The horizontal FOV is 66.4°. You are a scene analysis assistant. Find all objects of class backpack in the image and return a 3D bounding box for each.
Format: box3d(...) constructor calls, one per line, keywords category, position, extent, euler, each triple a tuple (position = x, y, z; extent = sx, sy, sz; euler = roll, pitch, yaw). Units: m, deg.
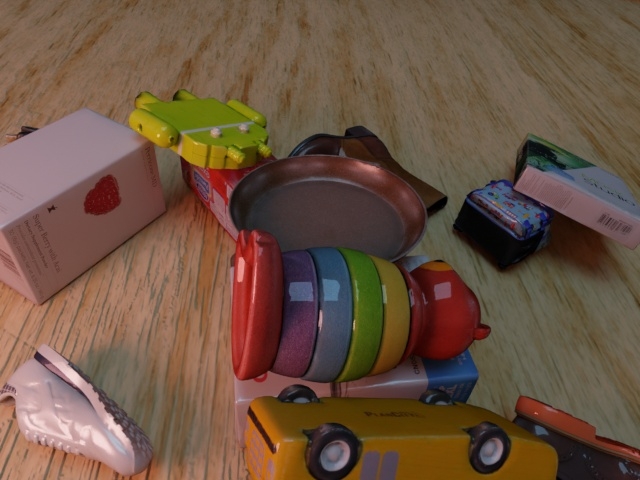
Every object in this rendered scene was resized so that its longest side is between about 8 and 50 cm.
box3d(category="backpack", position=(0.375, -0.046, 0.950), extent=(0.173, 0.117, 0.158), euler=(-20, 50, -28))

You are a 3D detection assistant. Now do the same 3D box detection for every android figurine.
box3d(category="android figurine", position=(-0.206, -0.205, 0.884), extent=(0.272, 0.056, 0.248), euler=(35, 36, 29))

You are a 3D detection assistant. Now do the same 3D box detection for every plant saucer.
box3d(category="plant saucer", position=(0.011, -0.040, 0.777), extent=(0.310, 0.050, 0.311), euler=(3, 38, -3))

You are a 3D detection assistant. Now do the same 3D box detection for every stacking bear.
box3d(category="stacking bear", position=(0.050, 0.080, 0.568), extent=(0.288, 0.165, 0.175), euler=(4, 0, -16))

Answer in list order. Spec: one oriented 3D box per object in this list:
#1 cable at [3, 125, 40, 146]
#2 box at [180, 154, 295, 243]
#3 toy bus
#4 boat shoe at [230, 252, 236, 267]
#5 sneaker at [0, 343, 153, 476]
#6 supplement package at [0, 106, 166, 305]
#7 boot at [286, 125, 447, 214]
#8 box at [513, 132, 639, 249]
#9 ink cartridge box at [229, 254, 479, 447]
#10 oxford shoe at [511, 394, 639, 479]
box3d(category="cable", position=(-0.547, -0.198, 1.074), extent=(0.287, 0.072, 0.139), euler=(3, 25, -21))
box3d(category="box", position=(-0.170, -0.125, 0.962), extent=(0.122, 0.128, 0.257), euler=(-23, 50, -30))
box3d(category="toy bus", position=(0.087, 0.236, 0.516), extent=(0.332, 0.130, 0.108), euler=(9, 2, -23))
box3d(category="boat shoe", position=(0.000, 0.000, 0.864), extent=(0.335, 0.112, 0.095), euler=(-25, 56, -24))
box3d(category="sneaker", position=(-0.311, 0.231, 0.621), extent=(0.235, 0.090, 0.095), euler=(28, 60, 27))
box3d(category="supplement package", position=(-0.441, -0.071, 0.842), extent=(0.175, 0.178, 0.293), euler=(25, 47, 19))
box3d(category="boot", position=(0.088, -0.113, 1.033), extent=(0.264, 0.096, 0.280), euler=(-20, 56, -35))
box3d(category="box", position=(0.510, -0.116, 0.987), extent=(0.232, 0.059, 0.322), euler=(30, 29, 8))
box3d(category="ink cartridge box", position=(0.028, 0.146, 0.699), extent=(0.307, 0.129, 0.223), euler=(-3, 45, -9))
box3d(category="oxford shoe", position=(0.366, 0.301, 0.624), extent=(0.271, 0.097, 0.099), euler=(25, 80, 9))
